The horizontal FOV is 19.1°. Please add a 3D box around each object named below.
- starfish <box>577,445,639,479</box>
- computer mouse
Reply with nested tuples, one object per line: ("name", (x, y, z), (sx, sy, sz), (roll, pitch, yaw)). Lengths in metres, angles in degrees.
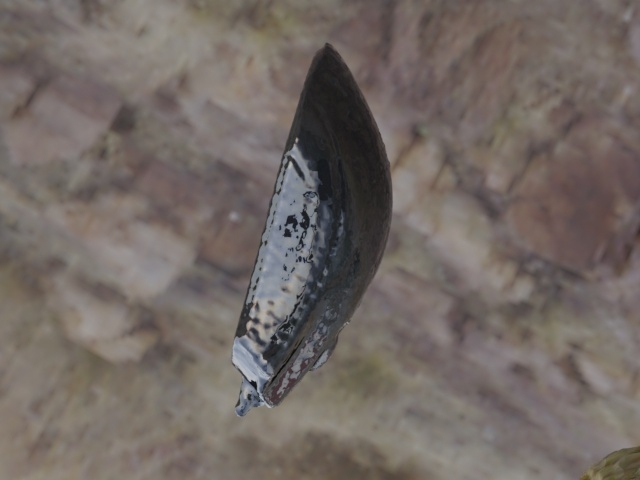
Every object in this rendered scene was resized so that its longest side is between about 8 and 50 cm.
("starfish", (0.156, 0.140, 0.772), (0.432, 0.324, 0.082), (-26, 107, 31))
("computer mouse", (0.000, 0.000, 1.311), (0.088, 0.264, 0.147), (18, 180, 4))
